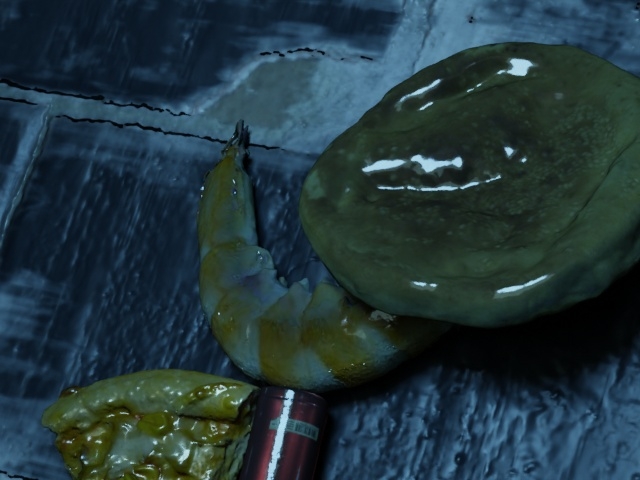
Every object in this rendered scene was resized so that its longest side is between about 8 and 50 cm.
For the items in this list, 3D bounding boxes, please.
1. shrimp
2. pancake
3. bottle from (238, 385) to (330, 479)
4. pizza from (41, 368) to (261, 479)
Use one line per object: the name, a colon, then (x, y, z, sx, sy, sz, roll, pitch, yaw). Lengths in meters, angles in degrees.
shrimp: (-0.007, 0.029, 1.484, 0.287, 0.068, 0.185, 25, 74, 38)
pancake: (0.133, -0.049, 1.411, 0.294, 0.049, 0.294, -8, 44, 8)
bottle: (-0.038, 0.195, 1.420, 0.060, 0.060, 0.164, 6, 71, 23)
pizza: (-0.143, 0.174, 1.467, 0.182, 0.062, 0.161, 6, 72, 22)
